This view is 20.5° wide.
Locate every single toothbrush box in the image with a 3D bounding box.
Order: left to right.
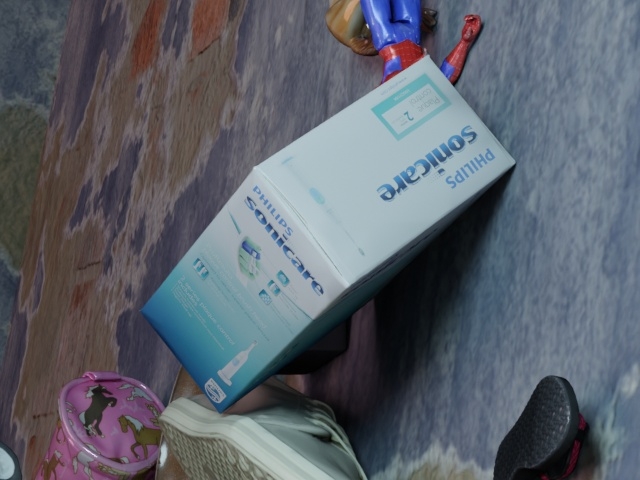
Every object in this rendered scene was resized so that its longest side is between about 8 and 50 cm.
[{"bbox_3d":[0.000,0.000,1.526,0.126,0.216,0.295,52,147,5],"label":"toothbrush box"}]

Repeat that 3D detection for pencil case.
[{"bbox_3d":[-0.319,0.339,2.327,0.160,0.167,0.386,-49,-8,-49],"label":"pencil case"}]

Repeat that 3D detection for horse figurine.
[{"bbox_3d":[0.053,-0.265,1.801,0.174,0.066,0.263,-55,25,32],"label":"horse figurine"}]

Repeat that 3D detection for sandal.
[{"bbox_3d":[0.165,0.146,1.278,0.179,0.040,0.067,111,171,-66],"label":"sandal"}]

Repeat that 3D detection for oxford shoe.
[{"bbox_3d":[-0.024,0.205,1.620,0.169,0.130,0.449,66,163,-15],"label":"oxford shoe"}]

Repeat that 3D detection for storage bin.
[{"bbox_3d":[-0.027,0.080,1.777,0.135,0.098,0.091,140,129,-60],"label":"storage bin"}]

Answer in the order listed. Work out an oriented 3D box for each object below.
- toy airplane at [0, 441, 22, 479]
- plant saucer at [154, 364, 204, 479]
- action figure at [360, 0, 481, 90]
[{"bbox_3d":[-0.196,0.369,1.519,0.272,0.384,0.386,-94,-2,-52],"label":"toy airplane"},{"bbox_3d":[-0.118,0.229,1.989,0.310,0.050,0.310,-168,90,-71],"label":"plant saucer"},{"bbox_3d":[0.085,-0.208,1.598,0.139,0.091,0.280,-33,63,55],"label":"action figure"}]
